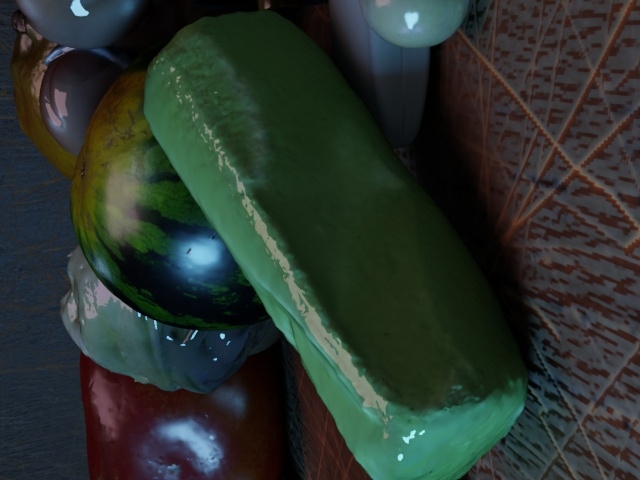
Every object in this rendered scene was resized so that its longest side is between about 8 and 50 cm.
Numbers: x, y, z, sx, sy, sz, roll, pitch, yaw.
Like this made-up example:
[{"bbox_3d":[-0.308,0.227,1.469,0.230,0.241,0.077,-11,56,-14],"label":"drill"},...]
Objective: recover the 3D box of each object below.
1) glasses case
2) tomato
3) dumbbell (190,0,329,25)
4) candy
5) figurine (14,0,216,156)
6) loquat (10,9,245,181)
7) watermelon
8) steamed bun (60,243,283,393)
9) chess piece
[{"bbox_3d":[0.038,-0.175,0.711,0.092,0.059,0.233,-130,34,-61],"label":"glasses case"},{"bbox_3d":[-0.188,0.238,1.449,0.290,0.293,0.325,-86,1,-67],"label":"tomato"},{"bbox_3d":[-0.040,-0.275,0.817,0.143,0.143,0.325,-168,72,-77],"label":"dumbbell"},{"bbox_3d":[0.000,0.000,0.685,0.343,0.132,0.142,58,136,28],"label":"candy"},{"bbox_3d":[-0.257,-0.296,1.064,0.388,0.248,0.276,42,154,25],"label":"figurine"},{"bbox_3d":[-0.234,-0.208,1.334,0.328,0.328,0.328,173,90,-77],"label":"loquat"},{"bbox_3d":[-0.093,-0.049,0.934,0.269,0.269,0.269,173,90,-77],"label":"watermelon"},{"bbox_3d":[-0.131,0.062,1.175,0.268,0.280,0.207,-52,49,23],"label":"steamed bun"},{"bbox_3d":[0.052,-0.188,0.598,0.094,0.094,0.170,-114,17,-52],"label":"chess piece"}]
